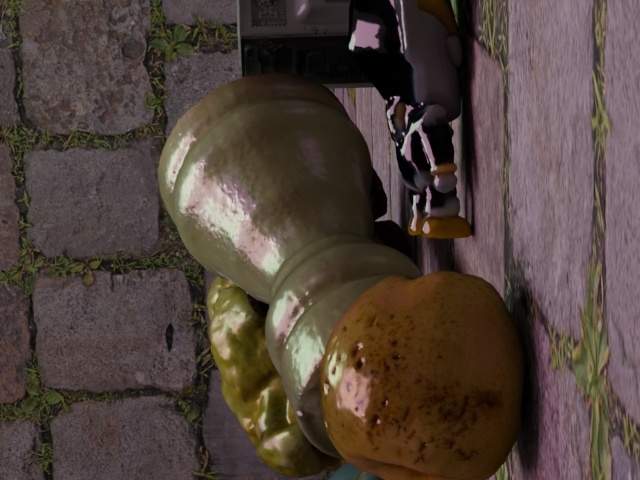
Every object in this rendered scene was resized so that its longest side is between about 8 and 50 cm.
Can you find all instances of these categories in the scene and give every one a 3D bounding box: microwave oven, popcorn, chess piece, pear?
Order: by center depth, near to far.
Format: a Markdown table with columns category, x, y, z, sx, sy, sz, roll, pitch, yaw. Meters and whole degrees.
| category | x | y | z | sx | sy | sz | roll | pitch | yaw |
| --- | --- | --- | --- | --- | --- | --- | --- | --- | --- |
| pear | 0.084 | 0.105 | 1.271 | 0.178 | 0.178 | 0.178 | 178 | 90 | -87 |
| chess piece | -0.007 | 0.026 | 1.715 | 0.442 | 0.234 | 0.234 | -120 | 23 | -50 |
| microwave oven | 0.010 | -0.247 | 1.849 | 0.162 | 0.208 | 0.122 | 96 | 172 | -72 |
| popcorn | -0.039 | 0.175 | 2.323 | 0.334 | 0.292 | 0.293 | 56 | 132 | 16 |

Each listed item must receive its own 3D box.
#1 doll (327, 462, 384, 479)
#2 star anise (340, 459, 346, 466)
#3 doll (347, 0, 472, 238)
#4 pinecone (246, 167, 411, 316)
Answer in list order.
| category | x | y | z | sx | sy | sz | roll | pitch | yaw |
| --- | --- | --- | --- | --- | --- | --- | --- | --- | --- |
| doll | 0.067 | 0.310 | 1.626 | 0.260 | 0.161 | 0.177 | -94 | 4 | -84 |
| star anise | 0.071 | 0.265 | 2.046 | 0.315 | 0.108 | 0.315 | -177 | 90 | -81 |
| doll | 0.083 | -0.155 | 1.518 | 0.145 | 0.103 | 0.316 | -26 | -74 | -76 |
| pinecone | 0.000 | 0.000 | 2.080 | 0.309 | 0.244 | 0.244 | -168 | 76 | -77 |
